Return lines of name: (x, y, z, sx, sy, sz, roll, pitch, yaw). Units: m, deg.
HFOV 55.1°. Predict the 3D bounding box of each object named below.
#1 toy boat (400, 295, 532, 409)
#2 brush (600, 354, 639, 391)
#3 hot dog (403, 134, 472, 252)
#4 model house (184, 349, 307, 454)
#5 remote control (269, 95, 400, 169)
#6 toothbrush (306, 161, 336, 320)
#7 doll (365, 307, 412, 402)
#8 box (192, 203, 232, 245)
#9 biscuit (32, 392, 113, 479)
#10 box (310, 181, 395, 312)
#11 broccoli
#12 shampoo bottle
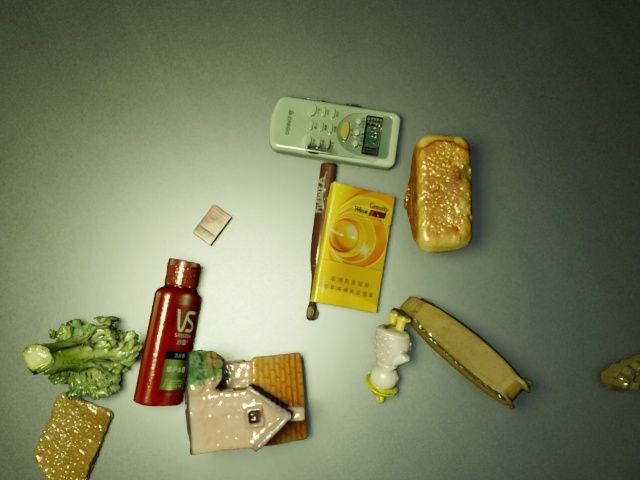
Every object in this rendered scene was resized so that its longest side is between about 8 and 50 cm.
toy boat: (0.306, 0.235, 1.327, 0.321, 0.121, 0.089, 39, 84, 18)
brush: (0.772, 0.269, 1.355, 0.300, 0.084, 0.071, -17, 82, -9)
hot dog: (0.262, -0.095, 1.349, 0.150, 0.153, 0.257, 0, 81, 3)
model house: (-0.146, 0.319, 1.256, 0.237, 0.237, 0.202, -2, 76, -6)
remote control: (0.031, -0.250, 1.410, 0.296, 0.056, 0.140, 10, 78, -1)
toothbrush: (-0.001, 0.000, 1.388, 0.040, 0.041, 0.364, 6, 82, 0)
doll: (0.148, 0.253, 1.328, 0.081, 0.129, 0.207, 8, 98, -28)
box: (-0.246, -0.035, 1.397, 0.051, 0.023, 0.082, 36, 84, 4)
biscuit: (-0.550, 0.462, 1.330, 0.131, 0.026, 0.237, 20, 84, 3)
box: (0.072, 0.017, 1.370, 0.152, 0.043, 0.269, 13, 82, -18)
broccoli: (-0.464, 0.238, 1.237, 0.198, 0.275, 0.177, 0, 81, -12)
shampoo bottle: (-0.322, 0.198, 1.325, 0.076, 0.118, 0.314, 4, 81, 37)
